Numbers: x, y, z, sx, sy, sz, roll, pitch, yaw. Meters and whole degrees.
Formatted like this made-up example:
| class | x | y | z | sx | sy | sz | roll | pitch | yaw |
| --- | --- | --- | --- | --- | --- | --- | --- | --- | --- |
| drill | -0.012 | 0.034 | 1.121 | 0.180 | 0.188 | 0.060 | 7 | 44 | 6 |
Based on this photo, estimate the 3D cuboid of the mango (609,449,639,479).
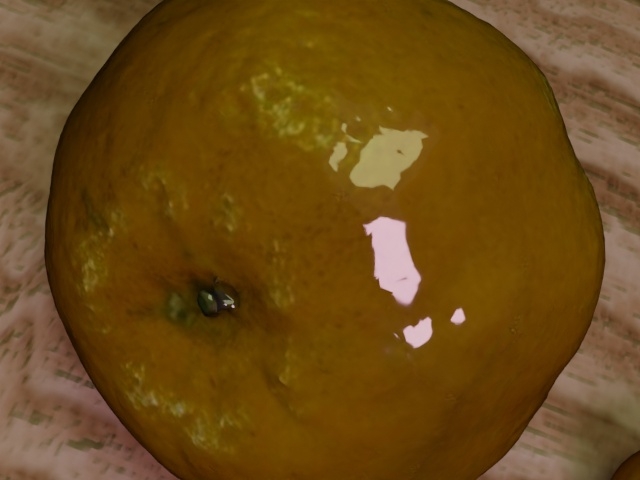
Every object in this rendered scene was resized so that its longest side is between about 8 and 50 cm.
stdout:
| class | x | y | z | sx | sy | sz | roll | pitch | yaw |
| --- | --- | --- | --- | --- | --- | --- | --- | --- | --- |
| mango | 0.251 | 0.170 | 0.546 | 0.184 | 0.085 | 0.102 | 10 | 57 | -20 |

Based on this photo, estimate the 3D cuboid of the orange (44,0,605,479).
| class | x | y | z | sx | sy | sz | roll | pitch | yaw |
| --- | --- | --- | --- | --- | --- | --- | --- | --- | --- |
| orange | 0.000 | 0.000 | 0.470 | 0.279 | 0.279 | 0.235 | 45 | 31 | 11 |
